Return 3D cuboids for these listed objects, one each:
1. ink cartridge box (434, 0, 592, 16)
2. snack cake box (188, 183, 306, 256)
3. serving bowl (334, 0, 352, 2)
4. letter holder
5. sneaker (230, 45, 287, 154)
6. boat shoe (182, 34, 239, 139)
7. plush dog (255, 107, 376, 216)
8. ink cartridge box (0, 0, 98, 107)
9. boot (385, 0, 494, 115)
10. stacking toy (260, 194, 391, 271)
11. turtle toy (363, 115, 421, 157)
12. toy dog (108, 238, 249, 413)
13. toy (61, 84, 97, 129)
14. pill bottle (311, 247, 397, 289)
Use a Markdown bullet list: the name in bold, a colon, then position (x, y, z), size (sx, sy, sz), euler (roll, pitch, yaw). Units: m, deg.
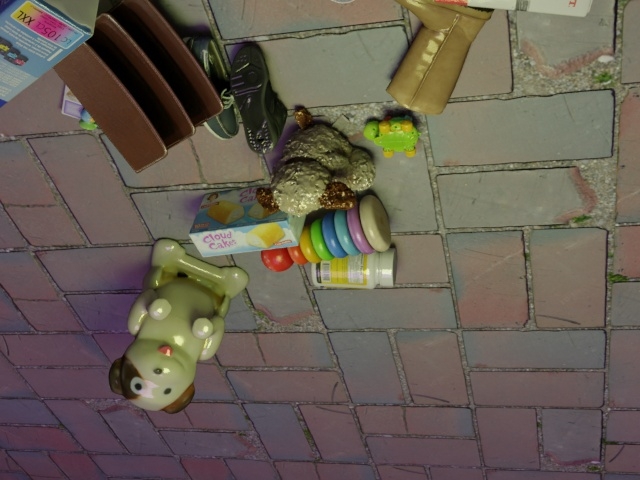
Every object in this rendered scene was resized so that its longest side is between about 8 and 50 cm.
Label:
- **ink cartridge box**: position (0.346, -0.510, 1.387), size (0.272, 0.114, 0.197), euler (8, 137, 6)
- **snack cake box**: position (-0.174, -0.053, 1.980), size (0.264, 0.152, 0.089), euler (-8, 134, 20)
- **serving bowl**: position (0.042, -0.498, 1.538), size (0.083, 0.027, 0.083), euler (6, 137, 6)
- **letter holder**: position (-0.373, -0.328, 1.659), size (0.214, 0.152, 0.302), euler (-20, 114, 40)
- **sneaker**: position (-0.133, -0.310, 1.749), size (0.087, 0.130, 0.228), euler (-10, 106, 12)
- **boat shoe**: position (-0.223, -0.328, 1.742), size (0.079, 0.095, 0.255), euler (3, 129, 27)
- **plush dog**: position (-0.027, -0.149, 1.784), size (0.262, 0.225, 0.211), euler (-5, 135, 19)
- **ink cartridge box**: position (-0.601, -0.436, 1.562), size (0.395, 0.270, 0.151), euler (-25, 142, 35)
- **boot**: position (0.188, -0.384, 1.583), size (0.236, 0.089, 0.269), euler (19, 139, -7)
- **stacking toy**: position (0.000, 0.000, 1.976), size (0.330, 0.141, 0.141), euler (-17, 130, 20)
- **turtle toy**: position (0.157, -0.236, 1.765), size (0.130, 0.066, 0.095), euler (1, 137, 14)
- **toy dog**: position (-0.424, 0.261, 2.189), size (0.284, 0.408, 0.395), euler (31, 135, -18)
- **toy**: position (-0.515, -0.342, 1.821), size (0.136, 0.056, 0.237), euler (19, 138, -9)
- **pill bottle**: position (0.088, 0.066, 2.070), size (0.208, 0.119, 0.119), euler (2, 137, 11)
